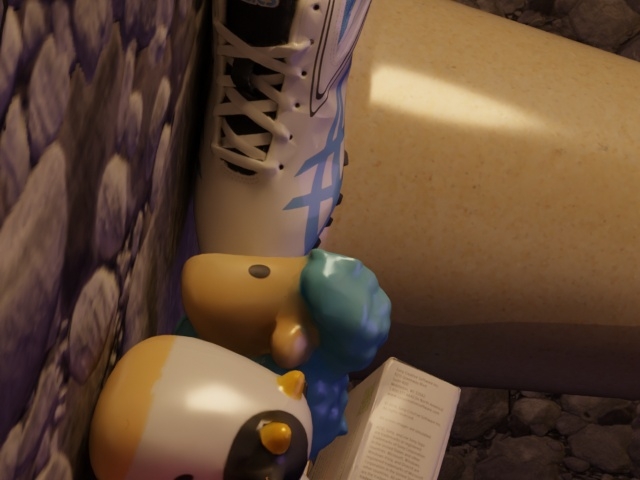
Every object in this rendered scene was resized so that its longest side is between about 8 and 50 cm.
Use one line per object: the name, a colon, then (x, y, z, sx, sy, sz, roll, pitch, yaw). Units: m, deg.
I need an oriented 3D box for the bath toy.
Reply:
bath toy: (-0.048, 0.156, 0.475, 0.151, 0.129, 0.348, 56, 31, -33)

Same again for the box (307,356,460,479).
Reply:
box: (-0.019, 0.232, 0.835, 0.232, 0.058, 0.322, -68, -171, -27)

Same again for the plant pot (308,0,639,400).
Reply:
plant pot: (0.106, -0.028, 0.871, 0.334, 0.306, 0.333, 11, 90, -86)

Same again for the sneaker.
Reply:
sneaker: (-0.023, -0.087, 0.584, 0.086, 0.085, 0.237, -10, 118, -58)

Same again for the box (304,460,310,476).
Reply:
box: (-0.057, 0.172, 0.722, 0.028, 0.081, 0.136, 98, 5, -50)
